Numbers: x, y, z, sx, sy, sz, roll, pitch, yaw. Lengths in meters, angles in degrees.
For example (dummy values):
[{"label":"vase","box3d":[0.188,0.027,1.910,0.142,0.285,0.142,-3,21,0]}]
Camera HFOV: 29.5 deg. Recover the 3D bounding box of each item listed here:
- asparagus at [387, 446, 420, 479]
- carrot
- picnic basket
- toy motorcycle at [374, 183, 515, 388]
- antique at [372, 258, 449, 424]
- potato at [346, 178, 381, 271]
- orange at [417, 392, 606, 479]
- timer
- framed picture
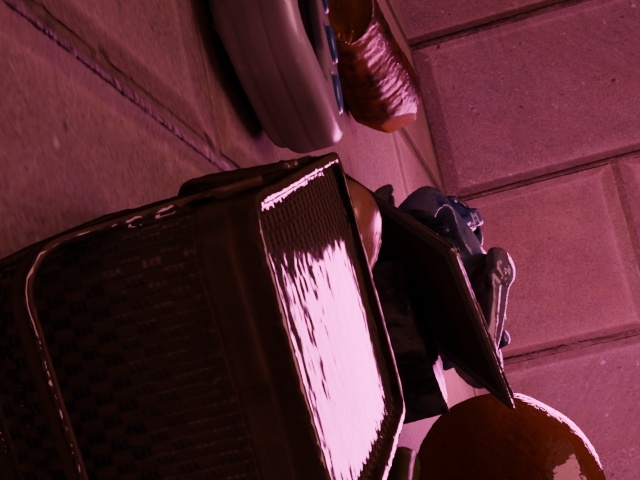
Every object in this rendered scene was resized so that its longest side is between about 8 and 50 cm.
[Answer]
[{"label":"asparagus","box3d":[0.082,0.273,1.287,0.045,0.041,0.178,-61,-179,17]},{"label":"carrot","box3d":[0.065,-0.253,1.708,0.302,0.114,0.114,53,25,-59]},{"label":"picnic basket","box3d":[-0.054,0.056,0.590,0.266,0.139,0.165,-43,118,-78]},{"label":"toy motorcycle","box3d":[0.179,0.045,1.705,0.241,0.182,0.319,59,21,-57]},{"label":"antique","box3d":[0.074,0.110,1.331,0.086,0.088,0.183,-93,165,-50]},{"label":"potato","box3d":[-0.002,0.000,1.047,0.147,0.112,0.112,-1,77,-74]},{"label":"orange","box3d":[0.229,0.311,1.491,0.264,0.264,0.264,-14,90,-80]},{"label":"timer","box3d":[-0.046,-0.225,1.154,0.237,0.087,0.262,61,17,-55]},{"label":"framed picture","box3d":[0.104,0.038,1.348,0.296,0.019,0.232,39,-21,54]}]
